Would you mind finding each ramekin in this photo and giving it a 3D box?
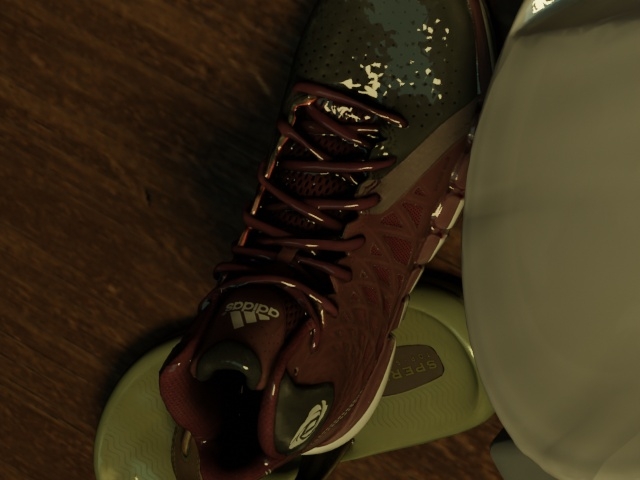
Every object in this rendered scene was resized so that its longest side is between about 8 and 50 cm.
[{"bbox_3d":[0.179,-0.026,0.732,0.127,0.273,0.273,14,138,-26],"label":"ramekin"}]

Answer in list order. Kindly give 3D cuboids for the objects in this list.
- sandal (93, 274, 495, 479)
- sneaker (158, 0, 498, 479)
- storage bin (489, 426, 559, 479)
[{"bbox_3d":[-0.030,0.101,1.046,0.302,0.086,0.120,-27,106,39],"label":"sandal"},{"bbox_3d":[0.000,0.000,0.875,0.106,0.162,0.281,19,112,16],"label":"sneaker"},{"bbox_3d":[0.147,0.084,0.910,0.091,0.135,0.098,-11,116,45],"label":"storage bin"}]
